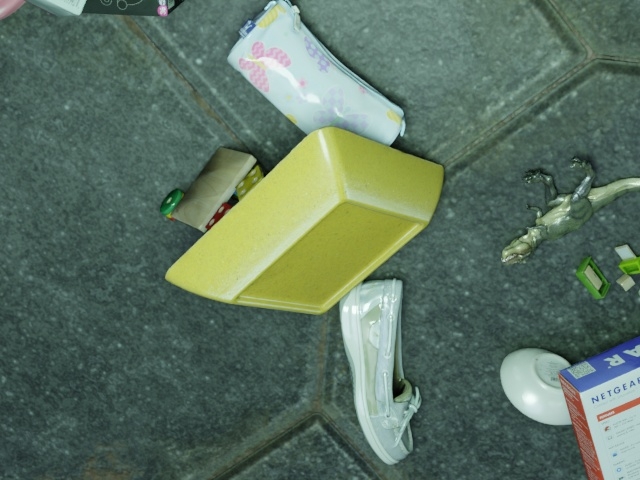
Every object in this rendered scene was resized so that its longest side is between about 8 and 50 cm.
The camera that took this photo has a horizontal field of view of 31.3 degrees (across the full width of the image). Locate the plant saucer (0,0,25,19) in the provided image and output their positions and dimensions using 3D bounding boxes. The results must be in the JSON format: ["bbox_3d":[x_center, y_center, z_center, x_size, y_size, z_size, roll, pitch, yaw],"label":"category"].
[{"bbox_3d":[-0.520,-0.460,1.573,0.332,0.084,0.332,7,107,24],"label":"plant saucer"}]

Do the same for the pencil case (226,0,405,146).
[{"bbox_3d":[-0.006,-0.221,1.643,0.273,0.113,0.124,43,94,-11],"label":"pencil case"}]

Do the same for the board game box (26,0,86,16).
[{"bbox_3d":[-0.363,-0.471,1.458,0.224,0.097,0.303,24,87,-30],"label":"board game box"}]

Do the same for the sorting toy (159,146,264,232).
[{"bbox_3d":[-0.145,-0.067,1.695,0.046,0.274,0.132,39,81,-26],"label":"sorting toy"}]

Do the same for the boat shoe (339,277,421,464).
[{"bbox_3d":[0.108,0.212,1.824,0.103,0.118,0.321,-7,106,16],"label":"boat shoe"}]

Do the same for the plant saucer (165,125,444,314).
[{"bbox_3d":[0.000,0.000,1.637,0.333,0.332,0.081,-42,61,23],"label":"plant saucer"}]

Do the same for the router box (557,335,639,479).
[{"bbox_3d":[0.561,0.275,1.737,0.335,0.082,0.301,-22,111,-6],"label":"router box"}]

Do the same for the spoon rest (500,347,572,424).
[{"bbox_3d":[0.411,0.239,1.793,0.276,0.137,0.084,10,136,-9],"label":"spoon rest"}]

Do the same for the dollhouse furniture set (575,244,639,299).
[{"bbox_3d":[0.460,0.040,1.696,0.151,0.076,0.059,-19,117,49],"label":"dollhouse furniture set"}]

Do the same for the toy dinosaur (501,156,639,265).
[{"bbox_3d":[0.371,-0.062,1.690,0.268,0.064,0.118,-27,114,17],"label":"toy dinosaur"}]

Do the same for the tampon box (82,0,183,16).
[{"bbox_3d":[-0.282,-0.387,1.613,0.160,0.101,0.121,3,114,8],"label":"tampon box"}]
